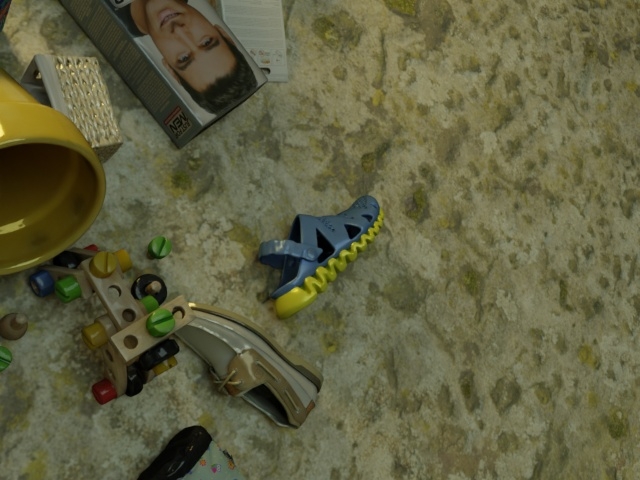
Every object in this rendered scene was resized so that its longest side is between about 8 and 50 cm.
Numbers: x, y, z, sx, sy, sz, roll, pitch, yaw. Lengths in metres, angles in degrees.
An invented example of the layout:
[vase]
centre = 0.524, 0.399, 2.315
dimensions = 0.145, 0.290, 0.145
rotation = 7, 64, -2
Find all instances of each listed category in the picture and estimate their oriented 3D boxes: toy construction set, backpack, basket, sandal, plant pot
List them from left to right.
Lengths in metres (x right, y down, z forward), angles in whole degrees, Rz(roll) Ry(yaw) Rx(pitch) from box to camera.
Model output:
[plant pot]
centre = -0.464, -0.119, 1.000
dimensions = 0.254, 0.254, 0.239
rotation = -18, 58, -36
[basket]
centre = -0.398, -0.204, 1.156
dimensions = 0.103, 0.113, 0.167
rotation = -16, 85, -38
[toy construction set]
centre = -0.328, 0.102, 1.028
dimensions = 0.308, 0.237, 0.258
rotation = 0, 75, -32
[backpack]
centre = -0.180, 0.395, 1.108
dimensions = 0.182, 0.115, 0.152
rotation = 54, 52, -10
[sandal]
centre = 0.000, 0.000, 1.349
dimensions = 0.138, 0.126, 0.317
rotation = 50, 54, -5

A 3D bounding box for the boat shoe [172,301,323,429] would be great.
[boat shoe]
centre = -0.126, 0.211, 1.202
dimensions = 0.302, 0.113, 0.103
rotation = 34, 54, -21

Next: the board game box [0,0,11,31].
[board game box]
centre = -0.512, -0.323, 1.059
dimensions = 0.047, 0.210, 0.160
rotation = 32, 61, -20

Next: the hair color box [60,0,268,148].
[hair color box]
centre = -0.288, -0.373, 1.281
dimensions = 0.374, 0.113, 0.185
rotation = 52, 55, -9

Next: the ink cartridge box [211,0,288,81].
[ink cartridge box]
centre = -0.139, -0.407, 1.445
dimensions = 0.145, 0.045, 0.179
rotation = -8, 98, -35
